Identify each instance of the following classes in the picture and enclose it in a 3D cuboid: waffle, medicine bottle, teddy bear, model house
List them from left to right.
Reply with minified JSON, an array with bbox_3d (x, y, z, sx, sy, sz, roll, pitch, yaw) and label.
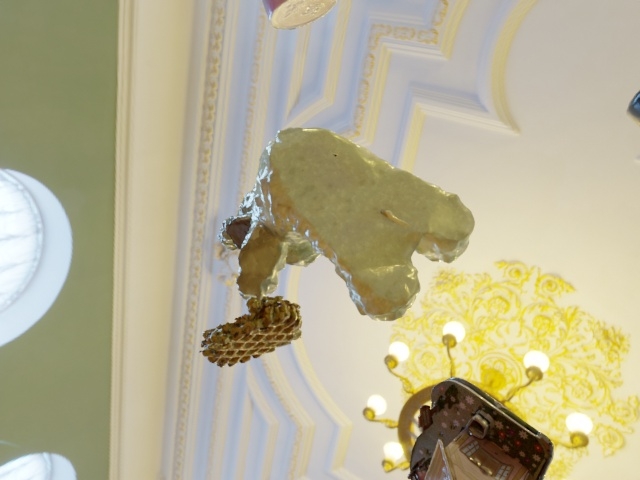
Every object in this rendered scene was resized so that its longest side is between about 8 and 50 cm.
[{"bbox_3d":[-0.126,0.166,0.895,0.193,0.197,0.070,-25,-116,0],"label":"waffle"},{"bbox_3d":[-0.068,-0.514,0.821,0.152,0.152,0.255,-19,-89,34],"label":"medicine bottle"},{"bbox_3d":[0.000,0.000,0.793,0.375,0.327,0.362,42,-28,14],"label":"teddy bear"},{"bbox_3d":[0.210,0.398,0.775,0.207,0.154,0.294,32,-54,35],"label":"model house"}]

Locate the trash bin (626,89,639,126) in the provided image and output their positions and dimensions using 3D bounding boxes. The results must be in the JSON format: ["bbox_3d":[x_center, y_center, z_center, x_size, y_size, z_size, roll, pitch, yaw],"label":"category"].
[{"bbox_3d":[0.463,-0.156,0.557,0.161,0.175,0.175,43,-59,22],"label":"trash bin"}]
